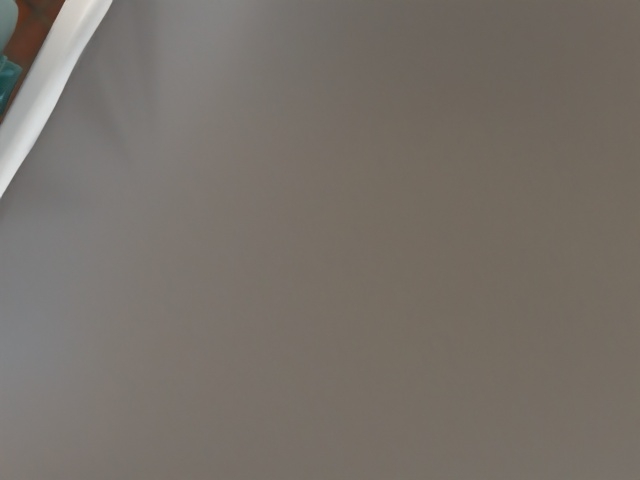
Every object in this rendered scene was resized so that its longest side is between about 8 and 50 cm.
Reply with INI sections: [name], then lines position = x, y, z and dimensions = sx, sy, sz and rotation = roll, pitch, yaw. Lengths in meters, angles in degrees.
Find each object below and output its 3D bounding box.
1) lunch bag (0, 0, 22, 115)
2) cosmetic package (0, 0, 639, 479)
[lunch bag]
position = -0.268, -0.115, 0.773
dimensions = 0.108, 0.224, 0.279
rotation = -62, 19, -6
[cosmetic package]
position = 0.052, -0.040, 0.644
dimensions = 0.327, 0.329, 0.394
rotation = -59, 14, 8
